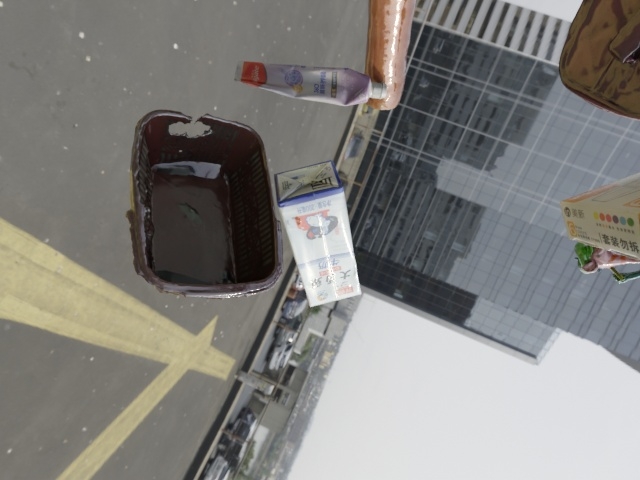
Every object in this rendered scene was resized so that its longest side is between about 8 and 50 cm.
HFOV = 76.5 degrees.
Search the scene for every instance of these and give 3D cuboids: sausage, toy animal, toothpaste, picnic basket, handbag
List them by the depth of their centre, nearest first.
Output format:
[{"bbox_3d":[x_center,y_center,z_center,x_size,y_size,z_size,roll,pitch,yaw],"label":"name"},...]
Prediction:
[{"bbox_3d":[0.327,-0.212,0.342,0.135,0.146,0.225,-12,139,-27],"label":"handbag"},{"bbox_3d":[-0.189,-0.040,0.636,0.129,0.223,0.296,-37,-123,51],"label":"picnic basket"},{"bbox_3d":[0.128,-0.420,0.741,0.094,0.094,0.419,-32,152,-15],"label":"sausage"},{"bbox_3d":[0.625,0.031,0.799,0.100,0.208,0.103,-72,142,-57],"label":"toy animal"},{"bbox_3d":[-0.018,-0.315,0.807,0.048,0.301,0.075,117,-23,-76],"label":"toothpaste"}]

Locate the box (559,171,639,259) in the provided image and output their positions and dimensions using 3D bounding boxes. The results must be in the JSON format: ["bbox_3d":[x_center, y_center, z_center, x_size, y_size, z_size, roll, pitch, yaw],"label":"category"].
[{"bbox_3d":[0.605,-0.067,0.698,0.221,0.274,0.091,-96,164,-81],"label":"box"}]

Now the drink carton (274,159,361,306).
[{"bbox_3d":[0.000,0.000,0.866,0.106,0.131,0.314,-103,180,-49],"label":"drink carton"}]
